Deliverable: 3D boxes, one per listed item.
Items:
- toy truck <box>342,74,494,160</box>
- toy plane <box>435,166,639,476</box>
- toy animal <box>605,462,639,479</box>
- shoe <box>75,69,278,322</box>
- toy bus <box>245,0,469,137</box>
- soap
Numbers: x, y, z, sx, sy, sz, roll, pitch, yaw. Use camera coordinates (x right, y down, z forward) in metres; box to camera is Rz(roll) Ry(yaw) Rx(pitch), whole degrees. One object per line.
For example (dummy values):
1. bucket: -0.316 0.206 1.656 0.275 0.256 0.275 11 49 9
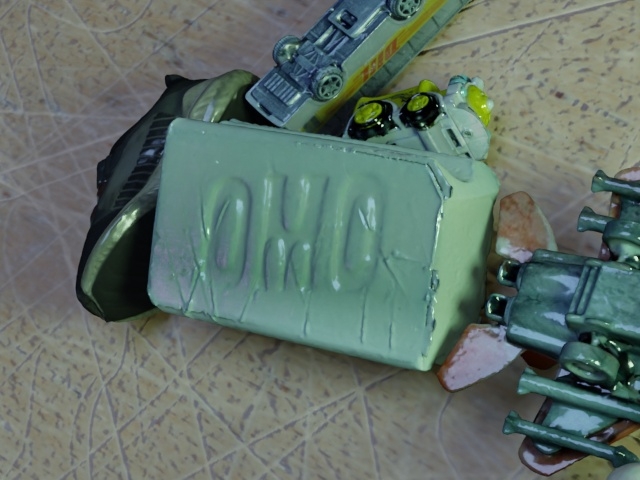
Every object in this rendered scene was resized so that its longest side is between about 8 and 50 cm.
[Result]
1. toy truck: 0.078 -0.088 1.409 0.111 0.076 0.077 -13 38 25
2. toy plane: 0.238 0.059 1.196 0.326 0.104 0.223 9 69 35
3. toy animal: 0.169 0.259 1.071 0.368 0.196 0.241 -13 59 23
4. shoe: -0.127 -0.042 1.498 0.112 0.099 0.227 25 75 46
5. toy bus: 0.032 -0.155 1.467 0.190 0.075 0.064 -47 51 -1
6. soap: 0.000 0.000 1.355 0.261 0.094 0.150 11 100 37
